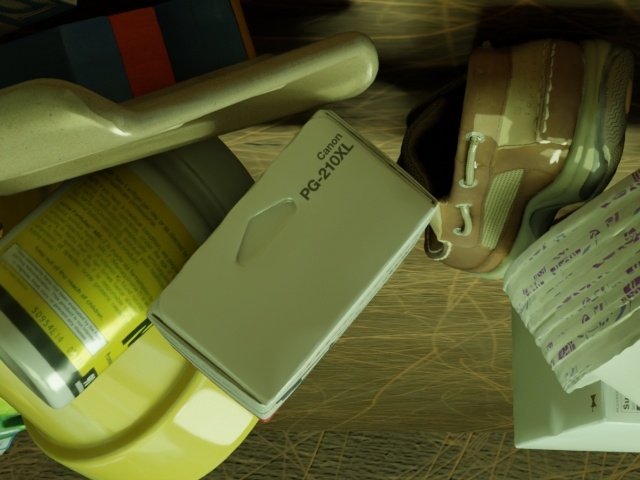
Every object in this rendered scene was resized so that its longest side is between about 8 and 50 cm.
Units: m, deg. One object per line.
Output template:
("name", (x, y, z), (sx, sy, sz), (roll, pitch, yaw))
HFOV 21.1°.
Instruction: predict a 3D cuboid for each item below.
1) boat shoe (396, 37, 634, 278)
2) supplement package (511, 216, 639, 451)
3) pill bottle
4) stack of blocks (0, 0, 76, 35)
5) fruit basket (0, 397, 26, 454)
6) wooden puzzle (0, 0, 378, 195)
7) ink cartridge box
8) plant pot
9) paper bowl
("boat shoe", (0.108, -0.059, 1.158), (0.116, 0.123, 0.324), (9, 160, -7))
("supplement package", (0.334, 0.090, 1.591), (0.262, 0.198, 0.199), (4, 166, -16))
("pill bottle", (-0.148, 0.008, 1.213), (0.119, 0.208, 0.119), (43, 167, 13))
("stack of blocks", (-0.274, -0.141, 0.841), (0.297, 0.087, 0.171), (-11, 163, 43))
("fruit basket", (-0.387, 0.136, 1.852), (0.327, 0.165, 0.353), (-10, 166, -30))
("wooden puzzle", (-0.173, -0.070, 0.961), (0.322, 0.081, 0.348), (-14, -177, 26))
("ink cartridge box", (-0.019, 0.025, 1.158), (0.100, 0.172, 0.237), (40, 173, 4))
("plant pot", (-0.188, 0.048, 1.386), (0.254, 0.254, 0.239), (-10, 148, 39))
("paper bowl", (0.274, 0.015, 1.125), (0.284, 0.148, 0.284), (-28, 168, -7))
